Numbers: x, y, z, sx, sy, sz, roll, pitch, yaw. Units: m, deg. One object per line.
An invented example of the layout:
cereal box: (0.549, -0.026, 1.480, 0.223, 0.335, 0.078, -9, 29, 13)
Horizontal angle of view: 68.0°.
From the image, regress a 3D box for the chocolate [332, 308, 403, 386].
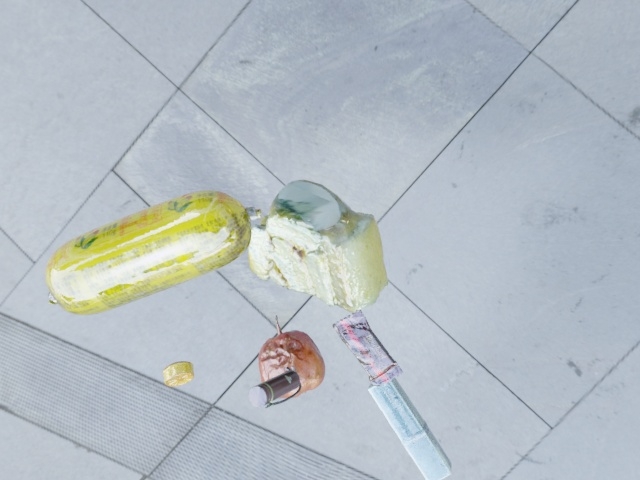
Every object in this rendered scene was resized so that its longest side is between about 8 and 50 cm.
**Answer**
chocolate: (0.104, 0.243, 1.055, 0.086, 0.028, 0.183, -31, 93, 19)

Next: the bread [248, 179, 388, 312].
bread: (0.008, -0.001, 1.330, 0.395, 0.239, 0.264, 20, 133, 17)

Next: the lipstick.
lipstick: (0.232, 0.482, 1.241, 0.077, 0.076, 0.290, -35, 84, 13)

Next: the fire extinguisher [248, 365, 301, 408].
fire extinguisher: (-0.084, 0.303, 0.987, 0.064, 0.158, 0.043, 48, 112, 20)

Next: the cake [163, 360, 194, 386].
cake: (-0.381, 0.356, 1.274, 0.084, 0.084, 0.044, -26, 56, 7)

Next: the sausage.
sausage: (-0.250, 0.015, 0.705, 0.346, 0.123, 0.123, -21, 87, 1)

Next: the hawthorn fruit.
hawthorn fruit: (-0.100, 0.341, 1.411, 0.207, 0.207, 0.243, -22, 82, 8)
